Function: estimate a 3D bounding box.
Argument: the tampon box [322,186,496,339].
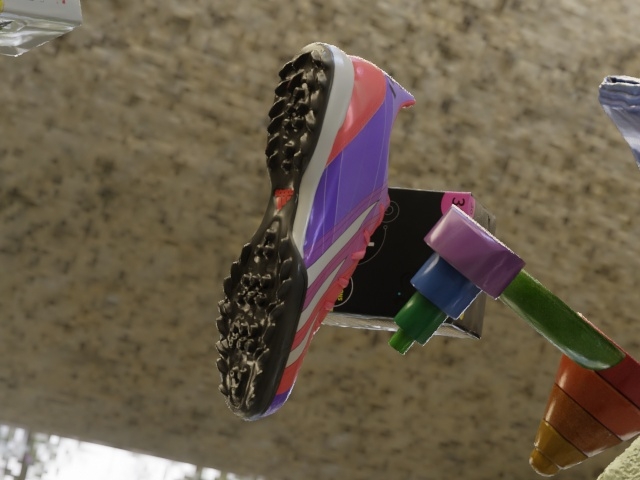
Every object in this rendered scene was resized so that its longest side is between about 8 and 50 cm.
[{"bbox_3d":[0.066,0.019,1.457,0.161,0.101,0.120,4,-100,21],"label":"tampon box"}]

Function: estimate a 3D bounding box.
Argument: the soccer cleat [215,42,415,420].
[{"bbox_3d":[0.000,0.000,1.331,0.109,0.116,0.318,1,-104,57],"label":"soccer cleat"}]

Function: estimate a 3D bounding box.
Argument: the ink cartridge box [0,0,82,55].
[{"bbox_3d":[-0.238,-0.190,0.970,0.072,0.175,0.127,-17,-101,39],"label":"ink cartridge box"}]

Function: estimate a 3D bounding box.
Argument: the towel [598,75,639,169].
[{"bbox_3d":[0.277,0.045,1.064,0.040,0.336,0.243,-25,-172,2],"label":"towel"}]

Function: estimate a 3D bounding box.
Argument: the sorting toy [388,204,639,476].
[{"bbox_3d":[0.155,0.098,1.217,0.126,0.365,0.127,-50,-129,4],"label":"sorting toy"}]

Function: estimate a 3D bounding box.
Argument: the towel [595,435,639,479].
[{"bbox_3d":[0.378,0.245,1.719,0.110,0.148,0.027,35,-27,33],"label":"towel"}]
